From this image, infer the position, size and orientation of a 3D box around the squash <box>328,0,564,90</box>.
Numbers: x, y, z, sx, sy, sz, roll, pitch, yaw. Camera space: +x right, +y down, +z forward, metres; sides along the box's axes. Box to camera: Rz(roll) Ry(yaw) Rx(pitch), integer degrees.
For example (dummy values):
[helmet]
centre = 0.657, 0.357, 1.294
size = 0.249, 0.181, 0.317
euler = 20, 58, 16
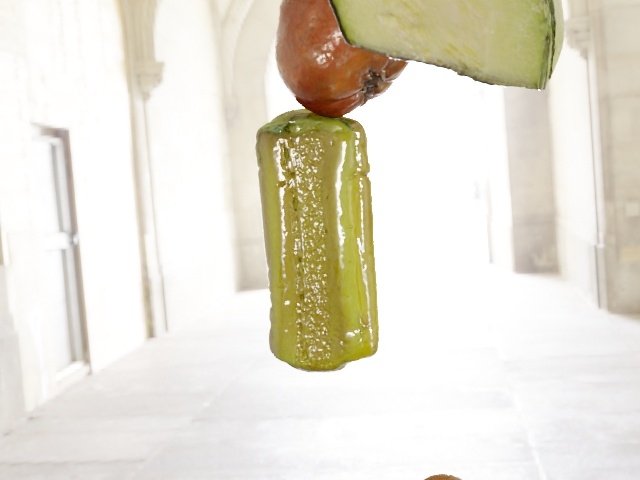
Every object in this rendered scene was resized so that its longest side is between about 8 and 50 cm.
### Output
[squash]
centre = 0.082, -0.204, 0.590
size = 0.191, 0.184, 0.085
euler = 23, 55, 38

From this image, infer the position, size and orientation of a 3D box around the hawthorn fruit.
[hawthorn fruit]
centre = 0.015, -0.285, 1.234
size = 0.196, 0.226, 0.196
euler = -27, -19, -10

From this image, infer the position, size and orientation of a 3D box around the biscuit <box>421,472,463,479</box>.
[biscuit]
centre = 0.005, 0.441, 1.105
size = 0.455, 0.078, 0.350
euler = -20, 16, 24

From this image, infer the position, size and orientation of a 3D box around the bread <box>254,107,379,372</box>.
[bread]
centre = 0.000, 0.000, 1.342
size = 0.166, 0.384, 0.112
euler = -3, 4, 12
